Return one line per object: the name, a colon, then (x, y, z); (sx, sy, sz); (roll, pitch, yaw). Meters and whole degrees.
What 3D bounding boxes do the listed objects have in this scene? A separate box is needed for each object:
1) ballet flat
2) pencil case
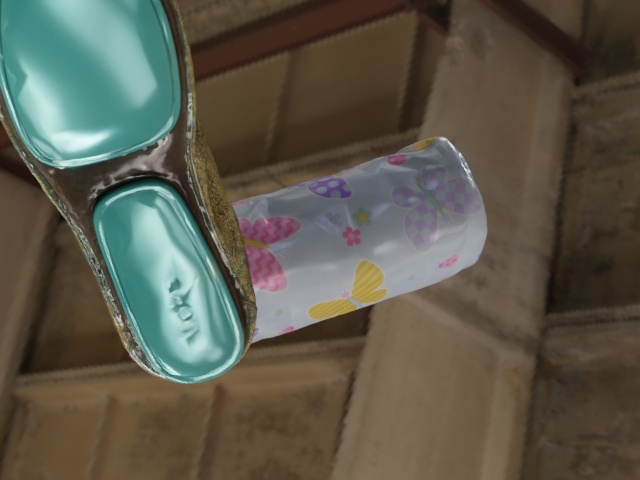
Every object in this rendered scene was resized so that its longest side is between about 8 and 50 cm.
ballet flat: (-0.123, -0.066, 0.814); (0.123, 0.348, 0.123); (-11, -146, 8)
pencil case: (0.000, 0.000, 1.073); (0.124, 0.273, 0.113); (62, -20, 26)
